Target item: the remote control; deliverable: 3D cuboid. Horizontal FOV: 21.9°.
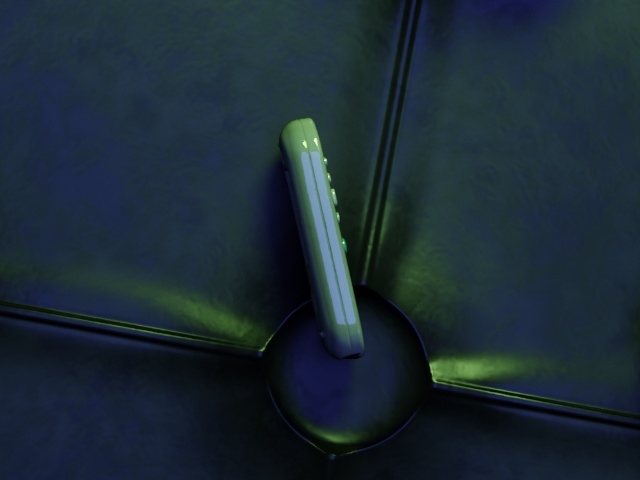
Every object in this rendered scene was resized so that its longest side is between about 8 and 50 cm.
[{"bbox_3d":[0.000,0.000,1.487,0.042,0.078,0.221,-11,90,-5],"label":"remote control"}]
